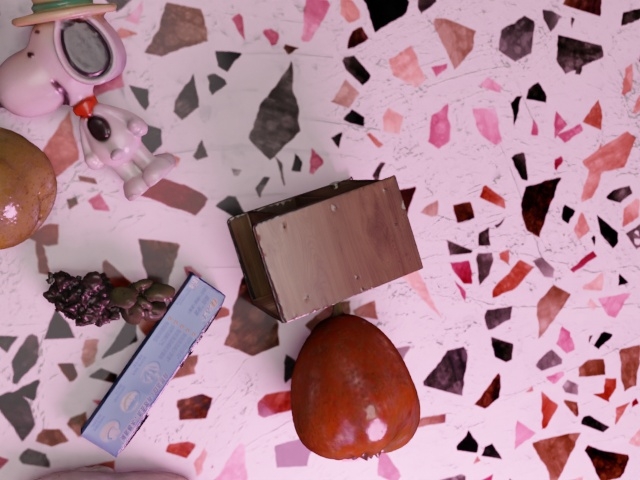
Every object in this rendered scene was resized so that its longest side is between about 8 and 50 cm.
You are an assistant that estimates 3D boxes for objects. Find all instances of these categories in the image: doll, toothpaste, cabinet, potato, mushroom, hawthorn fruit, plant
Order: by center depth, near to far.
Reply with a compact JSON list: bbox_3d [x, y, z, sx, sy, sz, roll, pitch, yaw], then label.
[{"bbox_3d":[-0.443,-0.076,1.016,0.193,0.157,0.157,19,87,-6],"label":"potato"},{"bbox_3d":[-0.292,-0.201,1.065,0.271,0.144,0.208,34,103,-14],"label":"doll"},{"bbox_3d":[-0.288,0.080,1.093,0.174,0.087,0.085,5,124,-10],"label":"plant"},{"bbox_3d":[-0.288,0.364,1.115,0.277,0.099,0.096,1,99,-22],"label":"mushroom"},{"bbox_3d":[-0.237,0.175,1.141,0.066,0.053,0.272,36,83,-13],"label":"toothpaste"},{"bbox_3d":[0.000,0.000,1.143,0.215,0.175,0.148,-19,100,-16],"label":"cabinet"},{"bbox_3d":[0.041,0.198,1.176,0.199,0.199,0.251,-8,72,-18],"label":"hawthorn fruit"}]
